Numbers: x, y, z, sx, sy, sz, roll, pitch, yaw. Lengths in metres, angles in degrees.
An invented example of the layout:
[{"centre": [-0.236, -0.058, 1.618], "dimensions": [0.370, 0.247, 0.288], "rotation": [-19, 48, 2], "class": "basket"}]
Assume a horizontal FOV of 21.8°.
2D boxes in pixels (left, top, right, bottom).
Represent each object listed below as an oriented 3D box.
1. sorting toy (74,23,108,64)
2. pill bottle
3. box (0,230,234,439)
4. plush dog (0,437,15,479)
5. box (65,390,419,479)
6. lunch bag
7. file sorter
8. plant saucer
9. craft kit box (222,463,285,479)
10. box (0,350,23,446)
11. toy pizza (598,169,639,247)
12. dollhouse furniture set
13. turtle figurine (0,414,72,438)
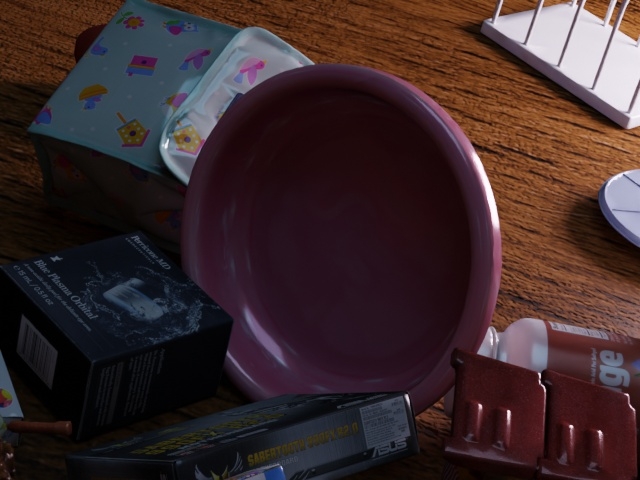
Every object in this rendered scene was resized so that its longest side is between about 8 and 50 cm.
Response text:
[{"centre": [-0.114, -0.136, 1.880], "dimensions": [0.366, 0.127, 0.126], "rotation": [12, 56, 0], "class": "sorting toy"}, {"centre": [0.231, 0.140, 1.556], "dimensions": [0.216, 0.121, 0.121], "rotation": [10, 33, -6], "class": "pill bottle"}, {"centre": [-0.191, 0.082, 1.506], "dimensions": [0.158, 0.093, 0.156], "rotation": [-15, 43, -40], "class": "box"}, {"centre": [-0.293, 0.238, 1.148], "dimensions": [0.210, 0.262, 0.225], "rotation": [49, 45, -8], "class": "plush dog"}, {"centre": [-0.064, 0.174, 1.357], "dimensions": [0.231, 0.056, 0.183], "rotation": [-12, 3, -34], "class": "box"}, {"centre": [-0.130, -0.110, 1.699], "dimensions": [0.262, 0.160, 0.223], "rotation": [18, 54, 20], "class": "lunch bag"}, {"centre": [0.398, -0.307, 2.254], "dimensions": [0.193, 0.173, 0.278], "rotation": [-17, 43, -40], "class": "file sorter"}, {"centre": [0.024, 0.007, 1.500], "dimensions": [0.332, 0.332, 0.084], "rotation": [34, 22, 28], "class": "plant saucer"}, {"centre": [-0.098, 0.303, 1.102], "dimensions": [0.247, 0.061, 0.249], "rotation": [-14, 86, -40], "class": "craft kit box"}, {"centre": [-0.363, 0.124, 1.423], "dimensions": [0.186, 0.038, 0.145], "rotation": [-3, 37, -24], "class": "box"}, {"centre": [0.421, -0.018, 1.954], "dimensions": [0.201, 0.032, 0.201], "rotation": [11, 34, -7], "class": "toy pizza"}, {"centre": [0.136, 0.284, 1.243], "dimensions": [0.152, 0.201, 0.374], "rotation": [14, 39, -2], "class": "dollhouse furniture set"}, {"centre": [-0.342, 0.119, 1.295], "dimensions": [0.270, 0.087, 0.217], "rotation": [22, 24, 8], "class": "turtle figurine"}]
